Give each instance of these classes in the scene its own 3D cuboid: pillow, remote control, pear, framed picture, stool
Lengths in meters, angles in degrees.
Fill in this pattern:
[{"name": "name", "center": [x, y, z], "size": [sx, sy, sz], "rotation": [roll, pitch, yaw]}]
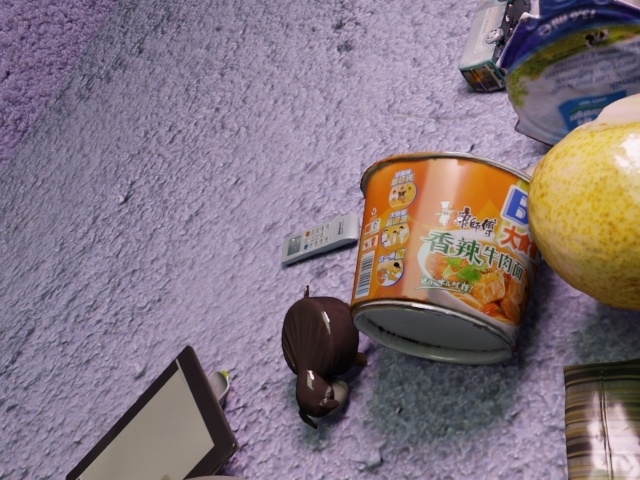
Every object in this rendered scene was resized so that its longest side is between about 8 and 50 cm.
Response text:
[{"name": "pillow", "center": [0.349, 0.234, 0.914], "size": [0.113, 0.038, 0.203], "rotation": [-12, 47, 28]}, {"name": "remote control", "center": [0.000, 0.000, 1.404], "size": [0.162, 0.029, 0.061], "rotation": [-20, 42, 29]}, {"name": "pear", "center": [0.377, -0.035, 0.886], "size": [0.271, 0.271, 0.271], "rotation": [-21, 44, 22]}, {"name": "framed picture", "center": [-0.294, 0.373, 1.265], "size": [0.347, 0.016, 0.265], "rotation": [-47, 40, 5]}, {"name": "stool", "center": [0.012, 0.177, 1.167], "size": [0.125, 0.121, 0.217], "rotation": [-19, 71, 46]}]

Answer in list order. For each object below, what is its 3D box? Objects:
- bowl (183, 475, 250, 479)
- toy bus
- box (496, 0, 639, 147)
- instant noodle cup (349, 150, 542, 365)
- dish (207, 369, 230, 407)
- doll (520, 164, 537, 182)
[{"name": "bowl", "center": [-0.095, 0.433, 0.914], "size": [0.353, 0.354, 0.185], "rotation": [-13, 3, 29]}, {"name": "toy bus", "center": [0.343, -0.401, 1.461], "size": [0.109, 0.091, 0.262], "rotation": [-12, 46, 44]}, {"name": "box", "center": [0.410, -0.325, 1.207], "size": [0.262, 0.291, 0.206], "rotation": [-17, 35, 29]}, {"name": "instant noodle cup", "center": [0.171, 0.038, 1.066], "size": [0.296, 0.296, 0.214], "rotation": [-1, 63, 37]}, {"name": "dish", "center": [-0.194, 0.284, 1.288], "size": [0.137, 0.039, 0.091], "rotation": [-48, 40, -5]}, {"name": "doll", "center": [0.386, -0.090, 1.138], "size": [0.192, 0.095, 0.149], "rotation": [-19, 42, 28]}]
